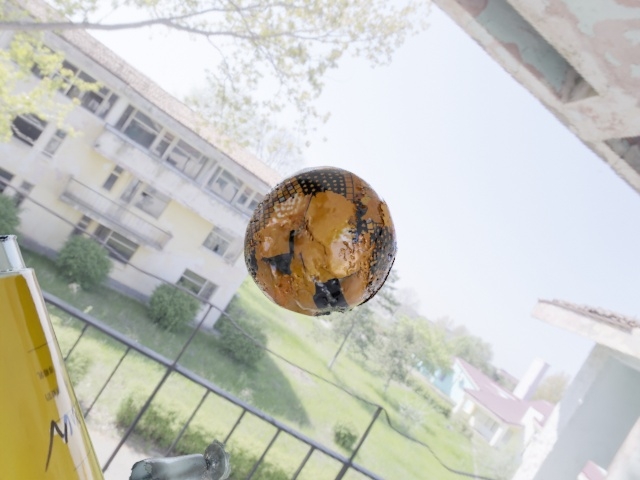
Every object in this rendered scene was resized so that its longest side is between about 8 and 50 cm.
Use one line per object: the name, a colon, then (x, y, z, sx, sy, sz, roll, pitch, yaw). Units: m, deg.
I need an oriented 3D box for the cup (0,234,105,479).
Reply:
cup: (-0.262, 0.144, 0.333, 0.196, 0.280, 0.196, -10, 4, 1)

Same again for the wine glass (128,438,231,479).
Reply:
wine glass: (-0.228, 0.381, 0.773, 0.072, 0.072, 0.155, 32, 12, 37)

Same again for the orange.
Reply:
orange: (0.000, 0.000, 0.706, 0.234, 0.235, 0.182, 32, 1, 33)
